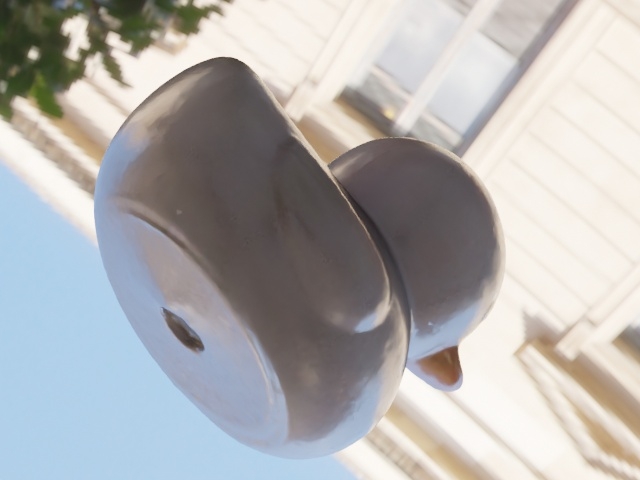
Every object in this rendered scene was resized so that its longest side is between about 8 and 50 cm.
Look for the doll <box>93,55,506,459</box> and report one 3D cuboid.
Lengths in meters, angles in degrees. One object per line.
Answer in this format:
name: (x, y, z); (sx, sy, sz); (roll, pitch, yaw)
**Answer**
doll: (0.000, 0.000, 0.876); (0.251, 0.221, 0.221); (55, -135, -12)
